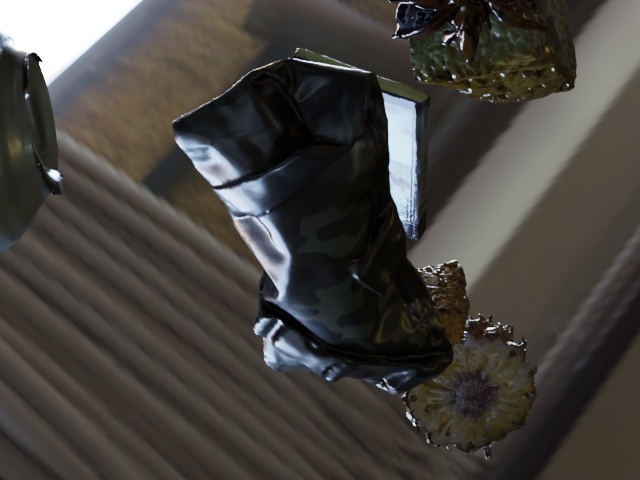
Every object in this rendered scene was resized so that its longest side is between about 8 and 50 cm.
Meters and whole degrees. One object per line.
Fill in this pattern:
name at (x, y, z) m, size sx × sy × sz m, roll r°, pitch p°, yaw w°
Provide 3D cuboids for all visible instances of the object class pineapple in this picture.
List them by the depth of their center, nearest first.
pineapple at (0.174, 0.157, 2.092) m, size 0.161 × 0.176 × 0.137 m, roll 5°, pitch -157°, yaw -4°

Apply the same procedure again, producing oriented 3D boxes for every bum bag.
bum bag at (0.000, 0.000, 1.248) m, size 0.144 × 0.340 × 0.095 m, roll -7°, pitch -133°, yaw 11°

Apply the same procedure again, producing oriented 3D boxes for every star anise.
star anise at (0.115, -0.207, 1.355) m, size 0.168 × 0.168 × 0.057 m, roll -28°, pitch -140°, yaw 24°

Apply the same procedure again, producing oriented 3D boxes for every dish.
dish at (-0.309, -0.111, 1.706) m, size 0.085 × 0.260 × 0.260 m, roll -8°, pitch -147°, yaw 2°

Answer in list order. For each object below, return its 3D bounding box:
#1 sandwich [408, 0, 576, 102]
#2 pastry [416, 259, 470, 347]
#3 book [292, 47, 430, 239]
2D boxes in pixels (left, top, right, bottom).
sandwich at (0.153, -0.278, 1.675) m, size 0.131 × 0.262 × 0.325 m, roll -10°, pitch 176°, yaw 18°
pastry at (0.119, 0.068, 1.805) m, size 0.080 × 0.056 × 0.140 m, roll 2°, pitch -147°, yaw -4°
book at (0.043, -0.101, 1.882) m, size 0.157 × 0.231 × 0.026 m, roll 22°, pitch -124°, yaw 18°
